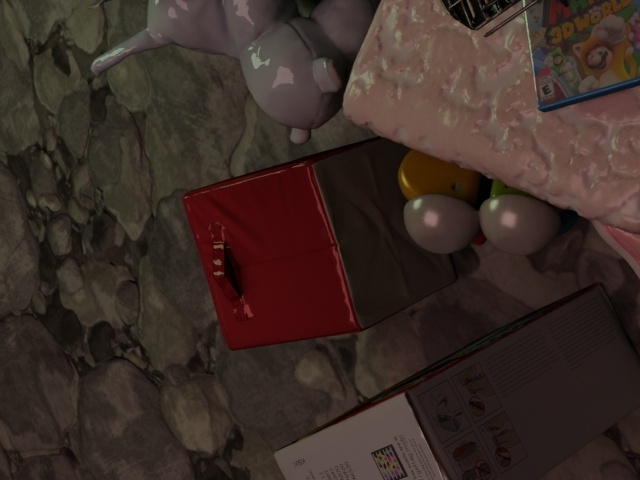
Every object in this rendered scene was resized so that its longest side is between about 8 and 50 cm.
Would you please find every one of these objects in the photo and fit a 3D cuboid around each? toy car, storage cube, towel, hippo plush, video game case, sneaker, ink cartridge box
[{"bbox_3d":[0.173,-0.048,1.143,0.181,0.159,0.136,1,149,26],"label":"toy car"},{"bbox_3d":[0.000,0.000,1.278,0.193,0.215,0.184,-12,96,41],"label":"storage cube"},{"bbox_3d":[0.195,-0.205,1.032,0.331,0.053,0.317,26,101,36],"label":"towel"},{"bbox_3d":[-0.047,-0.239,1.197,0.236,0.294,0.234,45,154,13],"label":"hippo plush"},{"bbox_3d":[0.223,-0.200,0.968,0.119,0.015,0.166,-14,76,36],"label":"video game case"},{"bbox_3d":[0.307,-0.006,1.081,0.134,0.051,0.070,54,134,11],"label":"sneaker"},{"bbox_3d":[0.123,0.187,1.150,0.272,0.309,0.130,-34,81,46],"label":"ink cartridge box"}]

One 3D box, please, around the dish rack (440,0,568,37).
[{"bbox_3d":[0.203,-0.285,0.938,0.271,0.074,0.208,-32,51,25],"label":"dish rack"}]
